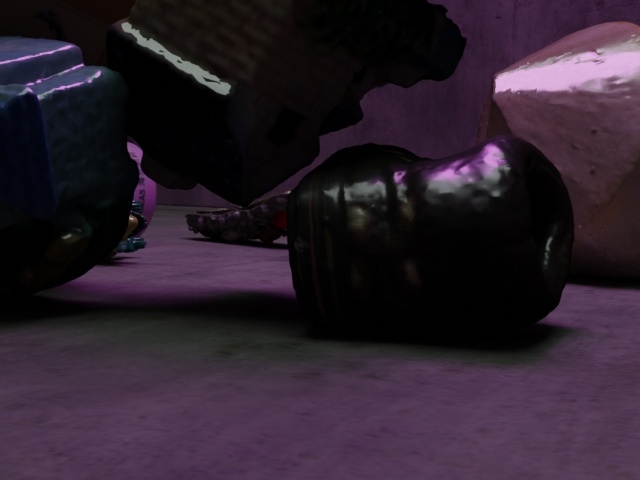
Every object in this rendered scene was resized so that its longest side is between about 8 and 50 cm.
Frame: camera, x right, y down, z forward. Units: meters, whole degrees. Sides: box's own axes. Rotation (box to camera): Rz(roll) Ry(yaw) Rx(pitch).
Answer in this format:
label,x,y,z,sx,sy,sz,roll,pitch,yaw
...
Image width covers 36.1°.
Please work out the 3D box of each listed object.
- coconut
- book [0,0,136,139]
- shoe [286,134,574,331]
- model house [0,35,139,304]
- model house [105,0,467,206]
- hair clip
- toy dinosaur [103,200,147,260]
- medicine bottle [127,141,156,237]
label,x,y,z,sx,sy,sz,roll,pitch,yaw
coconut,0.389,-0.120,1.426,0.415,0.345,0.415,17,-18,6
book,-0.328,-0.155,1.038,0.268,0.389,0.032,27,23,-27
shoe,0.118,-0.015,0.930,0.237,0.172,0.384,-4,4,12
model house,-0.370,-0.042,0.823,0.294,0.252,0.329,7,14,25
model house,-0.048,-0.162,0.964,0.243,0.284,0.298,39,11,27
hair clip,-0.115,-0.034,1.807,0.138,0.091,0.321,-13,1,-43
toy dinosaur,-0.356,-0.013,1.390,0.259,0.094,0.153,-6,-2,15
medicine bottle,-0.433,-0.081,1.608,0.178,0.178,0.290,6,5,43
